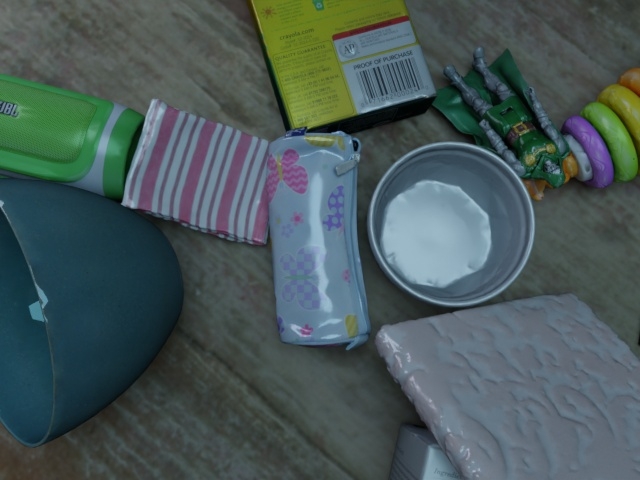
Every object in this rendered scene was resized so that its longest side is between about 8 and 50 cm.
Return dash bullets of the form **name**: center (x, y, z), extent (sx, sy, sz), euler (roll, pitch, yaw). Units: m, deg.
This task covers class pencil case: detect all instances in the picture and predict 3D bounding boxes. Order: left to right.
- **pencil case**: center (0.000, 0.000, 0.867), extent (0.124, 0.113, 0.273), euler (-4, 84, 17)

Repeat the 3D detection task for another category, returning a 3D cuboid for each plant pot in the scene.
- **plant pot**: center (-0.277, 0.062, 0.791), extent (0.195, 0.290, 0.290), euler (-15, 80, -42)

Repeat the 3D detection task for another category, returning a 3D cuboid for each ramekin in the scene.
- **ramekin**: center (0.159, -0.014, 0.885), extent (0.207, 0.109, 0.207), euler (0, 82, -3)

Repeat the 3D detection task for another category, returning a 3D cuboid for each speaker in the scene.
- **speaker**: center (-0.375, -0.139, 0.867), extent (0.296, 0.131, 0.131), euler (14, 81, -1)

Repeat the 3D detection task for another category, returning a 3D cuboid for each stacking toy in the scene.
- **stacking toy**: center (0.383, -0.131, 0.906), extent (0.301, 0.166, 0.175), euler (-27, 67, 4)

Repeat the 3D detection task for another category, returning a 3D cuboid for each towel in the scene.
- **towel**: center (-0.142, -0.084, 0.879), extent (0.197, 0.029, 0.144), euler (18, 79, -29)
- **towel**: center (0.264, 0.197, 0.749), extent (0.316, 0.053, 0.332), euler (-7, 42, -28)

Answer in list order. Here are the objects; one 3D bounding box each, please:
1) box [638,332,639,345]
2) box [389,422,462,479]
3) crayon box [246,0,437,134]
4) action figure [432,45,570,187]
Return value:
- **box**: center (0.471, 0.108, 0.928), extent (0.067, 0.018, 0.083), euler (11, 81, -1)
- **box**: center (0.182, 0.300, 0.801), extent (0.181, 0.181, 0.119), euler (13, 82, -1)
- **crayon box**: center (0.012, -0.305, 0.935), extent (0.202, 0.081, 0.319), euler (-16, 83, -6)
- **action figure**: center (0.247, -0.155, 0.894), extent (0.137, 0.063, 0.232), euler (-33, 59, 5)
